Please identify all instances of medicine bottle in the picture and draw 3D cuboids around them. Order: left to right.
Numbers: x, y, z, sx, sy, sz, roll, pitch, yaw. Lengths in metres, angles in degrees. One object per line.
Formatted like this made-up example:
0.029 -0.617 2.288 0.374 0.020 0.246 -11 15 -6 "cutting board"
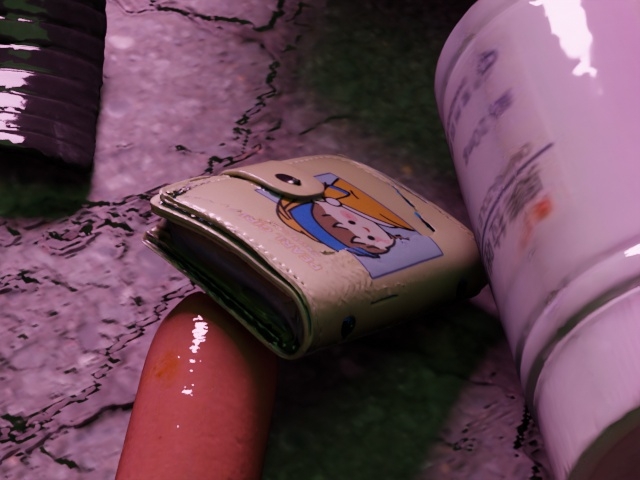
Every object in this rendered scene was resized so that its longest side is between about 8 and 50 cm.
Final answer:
0.150 0.003 0.903 0.152 0.152 0.254 -3 48 -11 "medicine bottle"

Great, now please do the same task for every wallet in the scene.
0.000 0.000 0.919 0.110 0.039 0.155 36 26 23 "wallet"

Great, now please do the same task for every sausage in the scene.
-0.054 0.090 0.854 0.062 0.062 0.154 10 47 0 "sausage"

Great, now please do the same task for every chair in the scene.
-0.212 -0.120 0.961 0.221 0.145 0.140 7 57 -7 "chair"
